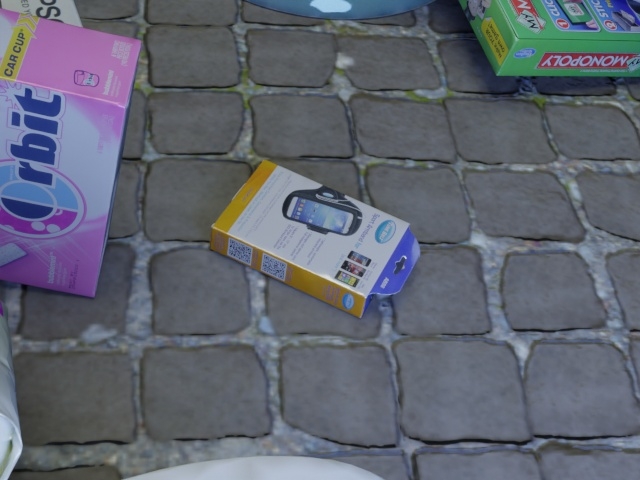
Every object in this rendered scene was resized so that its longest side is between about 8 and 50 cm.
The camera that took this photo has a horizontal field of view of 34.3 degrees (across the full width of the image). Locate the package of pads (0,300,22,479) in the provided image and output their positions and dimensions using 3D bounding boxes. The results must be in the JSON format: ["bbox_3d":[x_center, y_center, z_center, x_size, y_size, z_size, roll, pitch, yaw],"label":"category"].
[{"bbox_3d":[-0.269,0.026,0.416,0.296,0.101,0.229,27,0,-20],"label":"package of pads"}]

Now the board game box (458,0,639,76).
[{"bbox_3d":[0.206,-0.280,0.967,0.213,0.046,0.317,-4,55,-21],"label":"board game box"}]

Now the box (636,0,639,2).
[{"bbox_3d":[0.212,-0.325,0.867,0.247,0.163,0.142,18,52,-7],"label":"box"}]

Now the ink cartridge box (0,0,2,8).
[{"bbox_3d":[-0.265,-0.156,0.530,0.131,0.306,0.226,16,59,-6],"label":"ink cartridge box"}]

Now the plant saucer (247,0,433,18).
[{"bbox_3d":[0.000,-0.330,1.016,0.318,0.043,0.317,5,49,-6],"label":"plant saucer"}]

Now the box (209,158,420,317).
[{"bbox_3d":[0.000,0.000,0.735,0.136,0.028,0.081,26,50,10],"label":"box"}]

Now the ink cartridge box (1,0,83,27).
[{"bbox_3d":[-0.281,-0.151,0.779,0.193,0.088,0.234,-13,52,-18],"label":"ink cartridge box"}]

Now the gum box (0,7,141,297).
[{"bbox_3d":[-0.179,-0.046,0.642,0.107,0.188,0.062,11,47,-10],"label":"gum box"}]

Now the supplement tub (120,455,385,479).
[{"bbox_3d":[-0.017,0.269,0.352,0.241,0.241,0.331,-7,51,-15],"label":"supplement tub"}]
